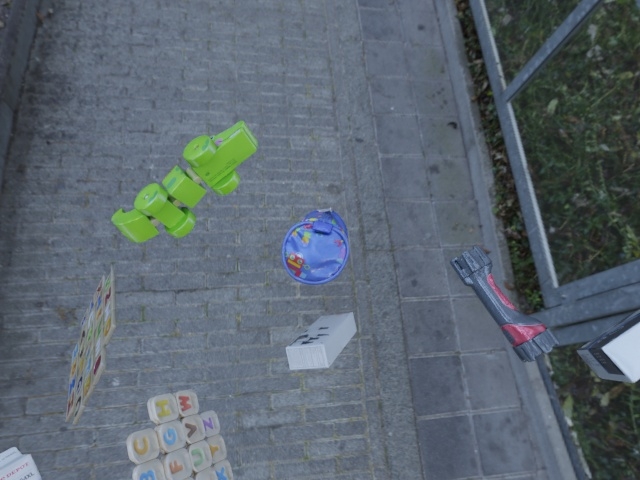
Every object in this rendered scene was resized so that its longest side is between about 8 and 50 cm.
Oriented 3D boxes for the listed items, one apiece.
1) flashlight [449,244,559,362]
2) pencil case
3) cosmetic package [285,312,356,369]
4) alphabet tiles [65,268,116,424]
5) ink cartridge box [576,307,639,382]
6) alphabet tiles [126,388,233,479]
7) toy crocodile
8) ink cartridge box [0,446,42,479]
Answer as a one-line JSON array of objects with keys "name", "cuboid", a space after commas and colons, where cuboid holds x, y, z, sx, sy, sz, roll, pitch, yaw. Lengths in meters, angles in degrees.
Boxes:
[{"name": "flashlight", "cuboid": [0.466, 0.152, 1.061, 0.103, 0.103, 0.304, 0, 55, -56]}, {"name": "pencil case", "cuboid": [0.000, 0.000, 0.859, 0.119, 0.306, 0.133, 12, 98, 2]}, {"name": "cosmetic package", "cuboid": [0.010, 0.243, 1.037, 0.099, 0.239, 0.060, -8, 95, 20]}, {"name": "alphabet tiles", "cuboid": [-0.552, 0.243, 1.002, 0.011, 0.342, 0.285, 22, 107, -35]}, {"name": "ink cartridge box", "cuboid": [0.558, 0.091, 0.619, 0.333, 0.165, 0.065, -36, 65, 6]}, {"name": "alphabet tiles", "cuboid": [-0.273, 0.454, 0.858, 0.021, 0.278, 0.284, -27, 69, 14]}, {"name": "toy crocodile", "cuboid": [-0.274, -0.118, 0.857, 0.340, 0.115, 0.105, -43, 49, -1]}, {"name": "ink cartridge box", "cuboid": [-0.541, 0.445, 0.717, 0.092, 0.090, 0.143, -25, 91, -55]}]
